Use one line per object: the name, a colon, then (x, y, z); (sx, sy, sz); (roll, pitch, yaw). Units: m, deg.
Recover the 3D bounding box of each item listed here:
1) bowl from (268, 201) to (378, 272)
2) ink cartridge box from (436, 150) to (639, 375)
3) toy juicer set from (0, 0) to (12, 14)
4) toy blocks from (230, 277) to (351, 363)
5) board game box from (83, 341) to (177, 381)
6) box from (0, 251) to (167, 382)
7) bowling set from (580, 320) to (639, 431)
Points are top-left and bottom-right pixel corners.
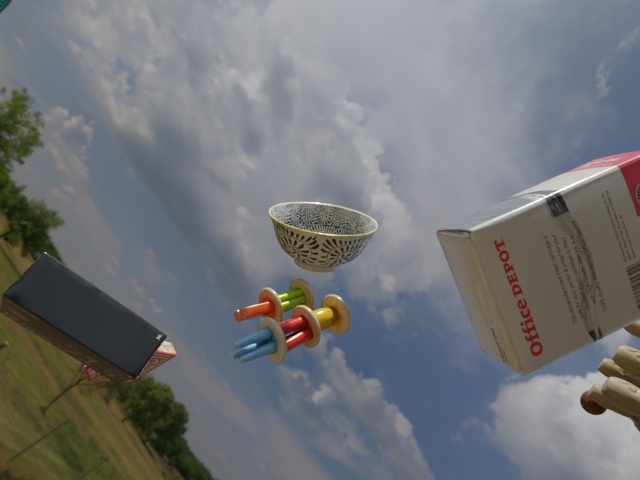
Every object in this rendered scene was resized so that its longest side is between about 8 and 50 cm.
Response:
bowl: (0.000, 0.000, 0.697); (0.170, 0.170, 0.080); (25, -65, 42)
ink cartridge box: (0.281, 0.021, 0.520); (0.100, 0.237, 0.171); (-162, -131, -81)
toy juicer set: (-0.225, -0.186, 0.216); (0.090, 0.328, 0.209); (33, -16, 3)
toy blocks: (-0.057, 0.098, 0.543); (0.123, 0.148, 0.054); (19, -66, 46)
board game box: (-0.491, 0.314, 1.174); (0.045, 0.147, 0.193); (58, -1, 20)
box: (-0.452, 0.158, 0.852); (0.261, 0.103, 0.184); (41, -39, -17)
bowling set: (0.668, 0.318, 0.940); (0.154, 0.287, 0.199); (31, -42, 27)
